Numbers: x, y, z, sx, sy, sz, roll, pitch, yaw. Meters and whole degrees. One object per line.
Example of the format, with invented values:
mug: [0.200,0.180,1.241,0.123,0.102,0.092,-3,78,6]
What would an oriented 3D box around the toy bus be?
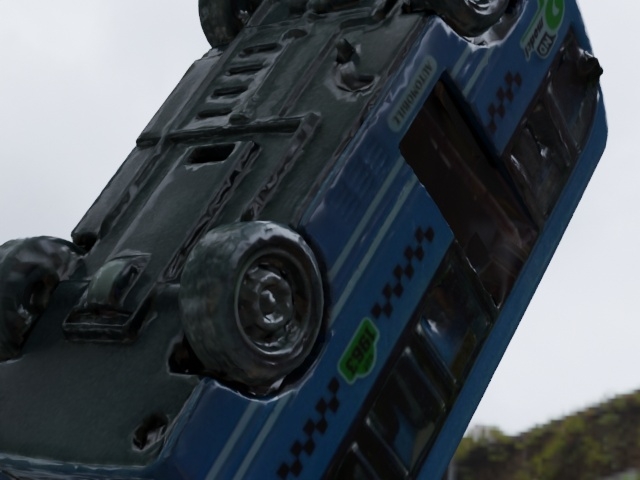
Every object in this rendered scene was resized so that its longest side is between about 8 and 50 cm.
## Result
toy bus: [0.000,0.000,0.454,0.113,0.246,0.134,-3,-45,43]
